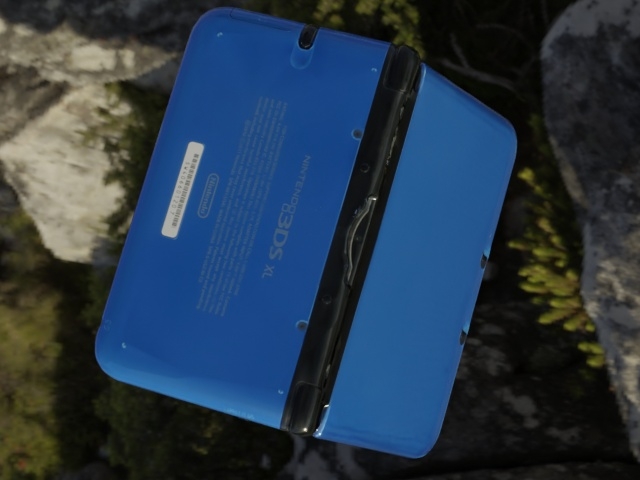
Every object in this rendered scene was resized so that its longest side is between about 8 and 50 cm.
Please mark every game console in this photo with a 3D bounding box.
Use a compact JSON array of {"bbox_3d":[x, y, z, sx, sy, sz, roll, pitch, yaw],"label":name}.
[{"bbox_3d":[0.000,0.000,0.875,0.250,0.173,0.293,15,83,11],"label":"game console"}]
